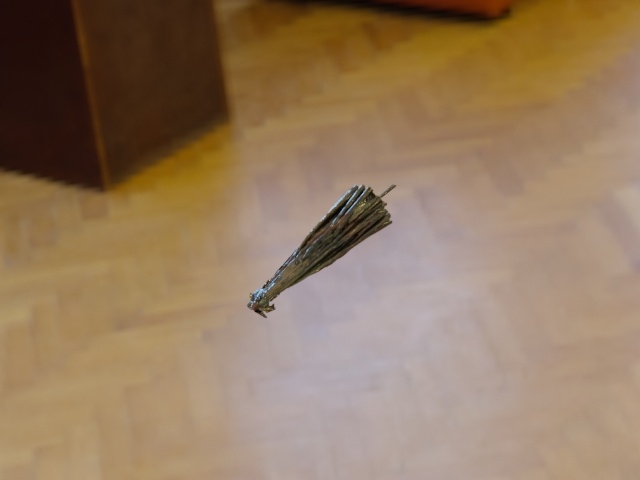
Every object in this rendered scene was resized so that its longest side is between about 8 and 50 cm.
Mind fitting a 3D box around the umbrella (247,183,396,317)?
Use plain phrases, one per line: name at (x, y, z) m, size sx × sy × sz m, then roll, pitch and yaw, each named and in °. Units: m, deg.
umbrella at (0.001, 0.002, 0.801) m, size 0.083 × 0.020 × 0.031 m, roll -46°, pitch 42°, yaw -18°
